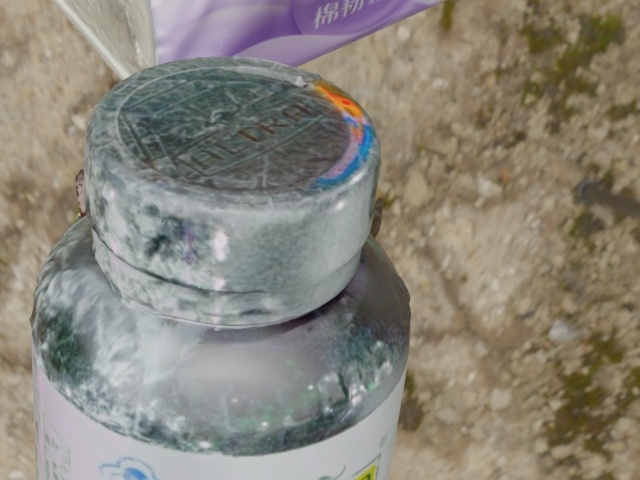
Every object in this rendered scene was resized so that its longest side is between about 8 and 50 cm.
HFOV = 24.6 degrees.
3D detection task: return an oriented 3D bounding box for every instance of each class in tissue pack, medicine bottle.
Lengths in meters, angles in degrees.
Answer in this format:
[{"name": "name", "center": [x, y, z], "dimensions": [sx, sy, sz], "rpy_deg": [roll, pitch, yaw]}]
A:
[{"name": "tissue pack", "center": [-0.028, -0.257, 1.045], "dimensions": [0.338, 0.160, 0.242], "rpy_deg": [-28, 54, -20]}, {"name": "medicine bottle", "center": [-0.042, 0.077, 0.578], "dimensions": [0.141, 0.293, 0.141], "rpy_deg": [4, 36, -3]}]

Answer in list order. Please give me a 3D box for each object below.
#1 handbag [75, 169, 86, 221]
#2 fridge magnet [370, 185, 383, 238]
[{"name": "handbag", "center": [-0.163, 0.020, 1.701], "dimensions": [0.235, 0.127, 0.213], "rpy_deg": [0, 99, 3]}, {"name": "fridge magnet", "center": [0.000, 0.000, 1.048], "dimensions": [0.063, 0.143, 0.143], "rpy_deg": [27, 75, 11]}]
